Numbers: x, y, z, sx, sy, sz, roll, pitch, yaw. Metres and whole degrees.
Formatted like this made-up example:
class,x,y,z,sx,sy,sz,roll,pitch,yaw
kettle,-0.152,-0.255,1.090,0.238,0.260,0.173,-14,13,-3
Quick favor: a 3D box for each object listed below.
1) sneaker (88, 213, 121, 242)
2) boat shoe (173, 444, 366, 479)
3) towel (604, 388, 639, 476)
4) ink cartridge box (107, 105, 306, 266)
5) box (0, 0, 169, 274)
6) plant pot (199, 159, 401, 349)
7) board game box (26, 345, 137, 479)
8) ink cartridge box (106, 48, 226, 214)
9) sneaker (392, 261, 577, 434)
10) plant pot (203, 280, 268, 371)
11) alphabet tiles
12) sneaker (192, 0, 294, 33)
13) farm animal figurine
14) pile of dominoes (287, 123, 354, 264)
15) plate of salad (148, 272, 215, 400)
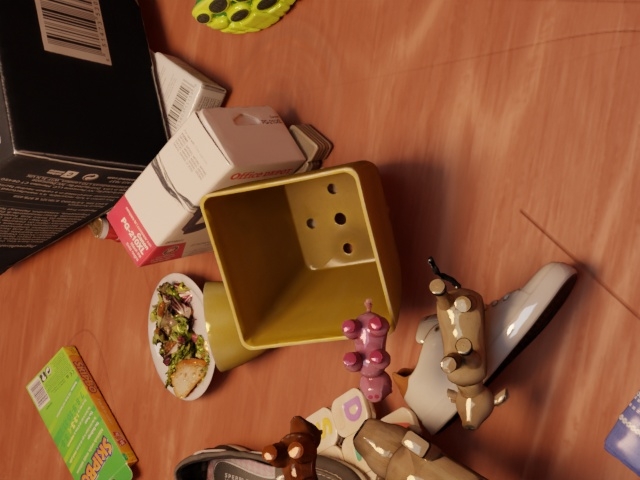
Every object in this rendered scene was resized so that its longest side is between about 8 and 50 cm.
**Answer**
class,x,y,z,sx,sy,sz,roll,pitch,yaw
sneaker,-0.349,-0.030,1.544,0.042,0.067,0.118,-64,32,18
boat shoe,-0.078,0.352,1.303,0.335,0.095,0.112,-3,87,45
towel,0.505,0.182,1.028,0.243,0.040,0.336,40,108,27
ink cartridge box,-0.162,-0.077,1.315,0.237,0.172,0.100,-43,74,32
box,-0.529,-0.244,1.464,0.471,0.297,0.480,-25,72,36
plant pot,0.000,0.000,1.212,0.212,0.187,0.212,-9,105,22
board game box,-0.406,0.321,1.579,0.124,0.039,0.259,-44,66,25
ink cartridge box,-0.295,-0.174,1.495,0.239,0.060,0.275,38,109,34
sneaker,0.193,0.113,1.169,0.123,0.106,0.290,48,114,19
plant pot,-0.109,0.118,1.355,0.095,0.134,0.134,-10,84,3
alphabet tiles,0.053,0.354,1.253,0.278,0.021,0.284,-39,57,39
sneaker,-0.071,-0.412,1.345,0.295,0.109,0.124,-36,50,28
farm animal figurine,0.119,0.240,1.063,0.330,0.172,0.327,-41,67,4
pile of dominoes,-0.061,-0.049,1.379,0.196,0.040,0.251,42,119,23
plate of salad,-0.225,0.151,1.435,0.199,0.048,0.200,8,100,50
